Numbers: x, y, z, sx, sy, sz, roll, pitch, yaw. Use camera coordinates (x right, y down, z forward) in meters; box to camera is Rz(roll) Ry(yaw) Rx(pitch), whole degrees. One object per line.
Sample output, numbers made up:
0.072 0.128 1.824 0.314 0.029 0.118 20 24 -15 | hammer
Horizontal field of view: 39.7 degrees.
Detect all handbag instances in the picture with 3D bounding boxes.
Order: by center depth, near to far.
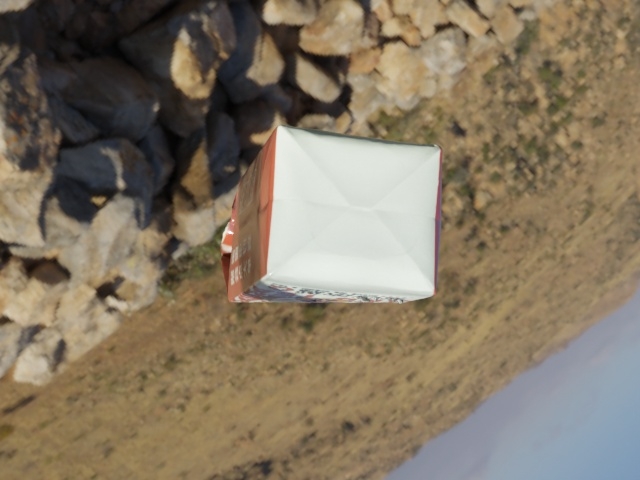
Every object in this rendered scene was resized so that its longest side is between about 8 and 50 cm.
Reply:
0.000 0.000 0.904 0.171 0.151 0.298 6 167 -13 | handbag
